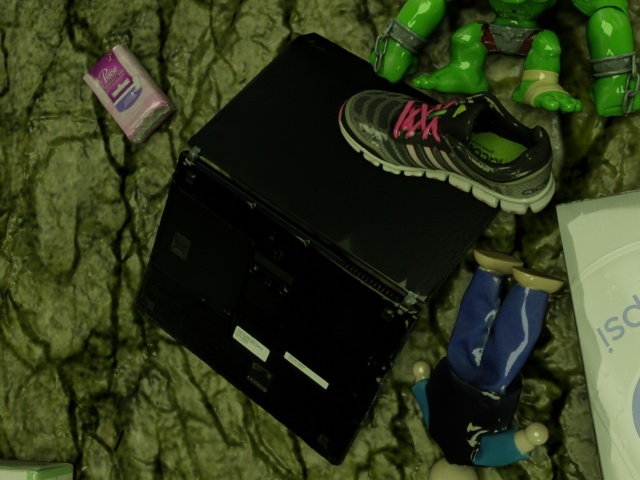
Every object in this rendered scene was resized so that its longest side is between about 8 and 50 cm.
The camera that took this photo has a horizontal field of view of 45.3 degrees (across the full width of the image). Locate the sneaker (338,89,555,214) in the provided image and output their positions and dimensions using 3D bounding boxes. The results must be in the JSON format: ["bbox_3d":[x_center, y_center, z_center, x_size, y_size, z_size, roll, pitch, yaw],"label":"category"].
[{"bbox_3d":[0.093,-0.079,0.557,0.170,0.075,0.063,25,65,15],"label":"sneaker"}]

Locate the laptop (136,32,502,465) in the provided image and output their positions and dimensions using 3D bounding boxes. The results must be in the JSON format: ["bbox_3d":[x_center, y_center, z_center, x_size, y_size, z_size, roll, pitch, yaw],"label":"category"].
[{"bbox_3d":[0.000,0.000,0.639,0.234,0.136,0.264,34,121,20],"label":"laptop"}]

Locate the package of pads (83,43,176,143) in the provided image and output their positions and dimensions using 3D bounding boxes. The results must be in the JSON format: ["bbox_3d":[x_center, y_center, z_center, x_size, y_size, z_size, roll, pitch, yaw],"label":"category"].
[{"bbox_3d":[-0.174,-0.135,0.704,0.050,0.032,0.083,-41,73,8],"label":"package of pads"}]

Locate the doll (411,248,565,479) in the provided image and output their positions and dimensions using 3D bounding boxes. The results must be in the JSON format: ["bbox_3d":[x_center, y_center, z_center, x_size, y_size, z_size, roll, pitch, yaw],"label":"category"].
[{"bbox_3d":[0.116,0.107,0.552,0.129,0.046,0.189,30,109,51],"label":"doll"}]

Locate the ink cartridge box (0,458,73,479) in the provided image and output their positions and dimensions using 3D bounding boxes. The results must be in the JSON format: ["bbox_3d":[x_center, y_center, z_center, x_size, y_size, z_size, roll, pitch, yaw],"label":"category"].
[{"bbox_3d":[-0.340,0.288,0.703,0.235,0.056,0.171,-3,82,22],"label":"ink cartridge box"}]

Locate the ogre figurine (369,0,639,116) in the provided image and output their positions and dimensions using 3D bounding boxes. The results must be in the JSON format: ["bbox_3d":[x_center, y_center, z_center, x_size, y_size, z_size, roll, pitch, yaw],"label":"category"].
[{"bbox_3d":[0.141,-0.163,0.571,0.197,0.096,0.118,18,108,35],"label":"ogre figurine"}]

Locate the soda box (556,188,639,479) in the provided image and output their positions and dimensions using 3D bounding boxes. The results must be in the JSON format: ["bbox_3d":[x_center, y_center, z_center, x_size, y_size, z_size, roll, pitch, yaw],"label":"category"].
[{"bbox_3d":[0.225,0.112,0.504,0.091,0.098,0.286,-10,80,18],"label":"soda box"}]
